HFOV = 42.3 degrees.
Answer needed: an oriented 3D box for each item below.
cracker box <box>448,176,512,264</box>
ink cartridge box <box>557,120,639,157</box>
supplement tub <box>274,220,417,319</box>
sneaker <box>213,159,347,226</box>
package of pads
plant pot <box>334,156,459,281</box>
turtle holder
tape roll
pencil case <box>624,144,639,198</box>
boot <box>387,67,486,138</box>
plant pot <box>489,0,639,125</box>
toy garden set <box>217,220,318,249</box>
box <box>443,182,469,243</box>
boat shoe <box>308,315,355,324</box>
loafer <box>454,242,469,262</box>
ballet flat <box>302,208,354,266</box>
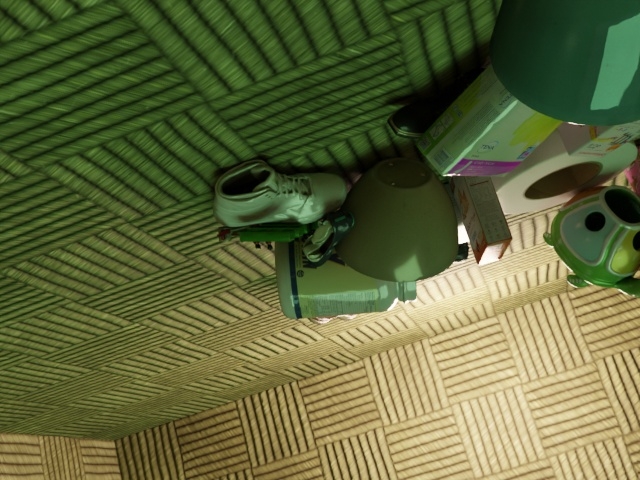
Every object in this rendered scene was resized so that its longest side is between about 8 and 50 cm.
[{"bbox_3d":[0.373,-0.076,1.948,0.067,0.232,0.156,-14,161,-2],"label":"cracker box"},{"bbox_3d":[0.606,-0.271,1.757,0.128,0.127,0.176,-2,157,-37],"label":"ink cartridge box"},{"bbox_3d":[0.062,0.064,2.006,0.325,0.235,0.235,-5,161,3],"label":"supplement tub"},{"bbox_3d":[-0.077,-0.102,1.706,0.292,0.108,0.169,-11,163,-10],"label":"sneaker"},{"bbox_3d":[0.351,-0.228,1.589,0.296,0.101,0.229,-7,146,-52],"label":"package of pads"},{"bbox_3d":[0.174,-0.070,1.819,0.284,0.284,0.191,-10,129,-16],"label":"plant pot"},{"bbox_3d":[0.747,0.004,2.143,0.243,0.320,0.227,5,143,-12],"label":"turtle holder"},{"bbox_3d":[0.602,-0.180,2.095,0.392,0.072,0.392,-14,161,-5],"label":"tape roll"},{"bbox_3d":[0.932,-0.082,2.151,0.167,0.386,0.160,-22,162,10],"label":"pencil case"},{"bbox_3d":[0.231,-0.269,1.564,0.198,0.077,0.137,-21,161,-30],"label":"boot"},{"bbox_3d":[0.401,-0.350,1.167,0.293,0.293,0.235,-14,145,-7],"label":"plant pot"},{"bbox_3d":[-0.131,-0.010,1.809,0.204,0.049,0.244,0,-172,14],"label":"toy garden set"},{"bbox_3d":[0.304,-0.055,2.123,0.181,0.119,0.182,-16,162,-1],"label":"box"},{"bbox_3d":[0.053,0.186,2.617,0.120,0.122,0.324,-32,164,26],"label":"boat shoe"},{"bbox_3d":[0.338,0.033,2.489,0.223,0.076,0.078,-8,124,-5],"label":"loafer"},{"bbox_3d":[0.000,0.000,1.803,0.074,0.074,0.203,-4,151,-32],"label":"ballet flat"}]
